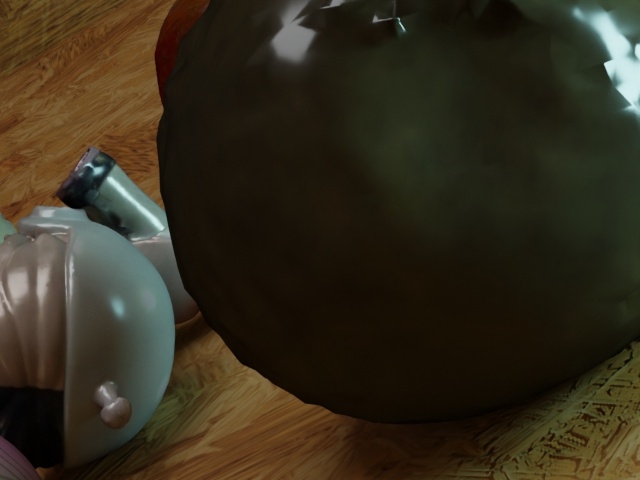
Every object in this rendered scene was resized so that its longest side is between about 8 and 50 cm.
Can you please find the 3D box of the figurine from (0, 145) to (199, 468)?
[{"bbox_3d":[-0.228,0.066,1.857,0.211,0.253,0.361,-6,20,20],"label":"figurine"}]

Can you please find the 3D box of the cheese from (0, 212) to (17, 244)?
[{"bbox_3d":[-0.482,0.096,2.113,0.332,0.292,0.153,-28,15,-28],"label":"cheese"}]

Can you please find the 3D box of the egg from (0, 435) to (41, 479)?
[{"bbox_3d":[-0.320,0.245,1.618,0.196,0.196,0.271,-31,12,4],"label":"egg"}]

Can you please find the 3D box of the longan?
[{"bbox_3d":[0.084,-0.068,1.455,0.436,0.404,0.404,-22,21,21],"label":"longan"}]

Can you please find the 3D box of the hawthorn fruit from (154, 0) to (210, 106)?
[{"bbox_3d":[-0.073,-0.222,2.345,0.262,0.258,0.258,-64,0,33],"label":"hawthorn fruit"}]
